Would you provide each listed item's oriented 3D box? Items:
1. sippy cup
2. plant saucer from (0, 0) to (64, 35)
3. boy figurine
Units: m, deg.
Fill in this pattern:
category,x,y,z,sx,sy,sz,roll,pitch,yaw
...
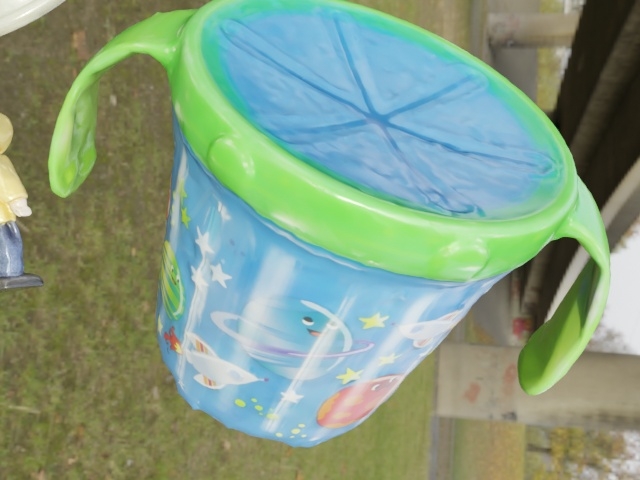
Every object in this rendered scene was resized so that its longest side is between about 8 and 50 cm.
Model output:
category,x,y,z,sx,sy,sz,roll,pitch,yaw
sippy cup,0.000,0.000,0.515,0.240,0.305,0.224,-18,143,-44
plant saucer,-0.495,-0.461,1.229,0.100,0.401,0.400,66,29,-52
boy figurine,-0.498,-0.060,1.229,0.092,0.177,0.285,-5,82,-55
